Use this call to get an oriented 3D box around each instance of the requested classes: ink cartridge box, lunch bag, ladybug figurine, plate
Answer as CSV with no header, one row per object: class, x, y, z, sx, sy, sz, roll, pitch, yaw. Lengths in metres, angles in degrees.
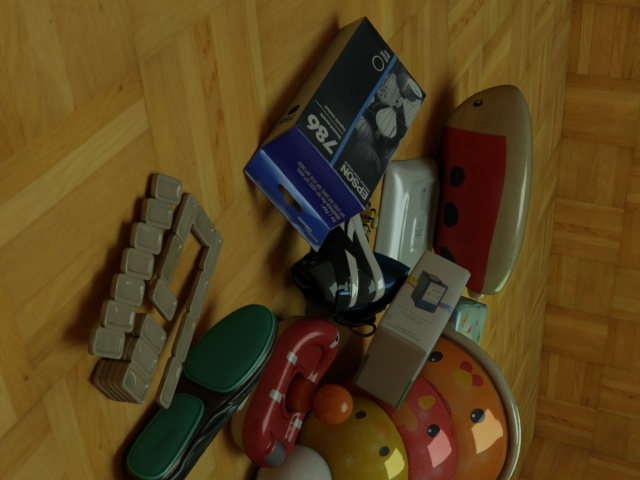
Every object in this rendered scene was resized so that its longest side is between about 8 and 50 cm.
ink cartridge box,0.032,-0.157,1.333,0.165,0.065,0.333,48,51,-25
ink cartridge box,0.150,0.141,1.525,0.212,0.093,0.154,-50,165,-45
lunch bag,0.290,0.236,2.166,0.279,0.107,0.224,9,98,-66
ladybug figurine,0.326,-0.100,1.947,0.305,0.161,0.450,-128,-138,-82
plate,0.178,-0.023,1.857,0.277,0.045,0.278,-15,114,-64

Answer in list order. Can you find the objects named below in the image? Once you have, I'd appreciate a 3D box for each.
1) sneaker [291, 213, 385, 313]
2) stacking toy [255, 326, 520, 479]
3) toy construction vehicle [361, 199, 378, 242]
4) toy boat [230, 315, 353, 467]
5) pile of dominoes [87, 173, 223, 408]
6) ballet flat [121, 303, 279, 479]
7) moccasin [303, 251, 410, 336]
sneaker,0.000,0.000,1.353,0.121,0.217,0.079,-16,161,-30
stacking toy,0.081,0.356,1.568,0.479,0.350,0.351,-16,117,-48
toy construction vehicle,0.073,-0.035,1.628,0.098,0.035,0.086,61,35,-61
toy boat,-0.022,0.226,1.371,0.151,0.151,0.231,63,44,-57
pile of dominoes,-0.193,0.055,1.066,0.196,0.040,0.251,64,35,-55
ballet flat,-0.147,0.200,1.163,0.280,0.095,0.096,-51,156,-30
moccasin,0.067,0.096,1.539,0.342,0.137,0.117,0,114,-63
